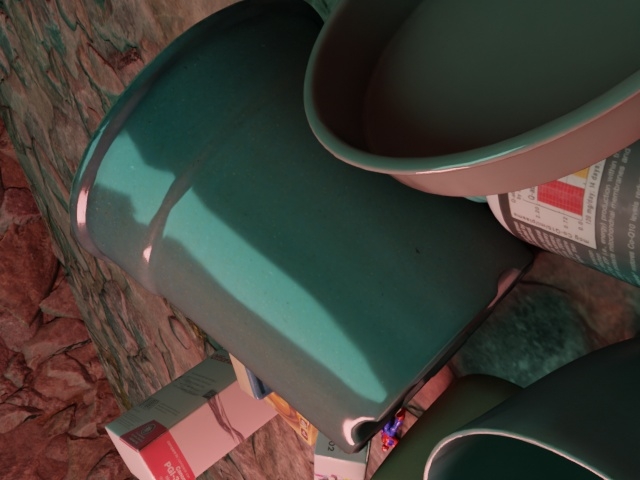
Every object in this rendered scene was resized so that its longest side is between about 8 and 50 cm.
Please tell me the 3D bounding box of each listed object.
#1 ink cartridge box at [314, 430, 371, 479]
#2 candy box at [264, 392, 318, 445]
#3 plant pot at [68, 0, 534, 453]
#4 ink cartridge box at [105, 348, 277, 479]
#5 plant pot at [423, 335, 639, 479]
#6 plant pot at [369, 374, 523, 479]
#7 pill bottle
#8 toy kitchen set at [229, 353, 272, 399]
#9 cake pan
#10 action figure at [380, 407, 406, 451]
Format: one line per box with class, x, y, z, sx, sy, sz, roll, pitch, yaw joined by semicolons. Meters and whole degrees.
ink cartridge box;0.030;0.226;0.844;0.062;0.104;0.181;8;142;5
candy box;-0.044;0.145;1.112;0.183;0.088;0.316;36;143;37
plant pot;0.000;0.000;0.710;0.334;0.341;0.341;42;146;16
ink cartridge box;-0.238;0.338;1.385;0.207;0.283;0.117;-2;116;58
plant pot;0.263;0.203;0.530;0.293;0.235;0.293;39;143;36
plant pot;0.137;0.330;0.797;0.256;0.274;0.256;38;144;35
pill bottle;0.208;-0.055;0.470;0.278;0.162;0.162;28;137;44
toy kitchen set;0.015;0.107;0.865;0.166;0.207;0.122;19;131;50
cake pan;0.122;-0.144;0.446;0.293;0.293;0.054;20;161;50
action figure;0.101;0.277;1.060;0.038;0.030;0.115;36;144;29
